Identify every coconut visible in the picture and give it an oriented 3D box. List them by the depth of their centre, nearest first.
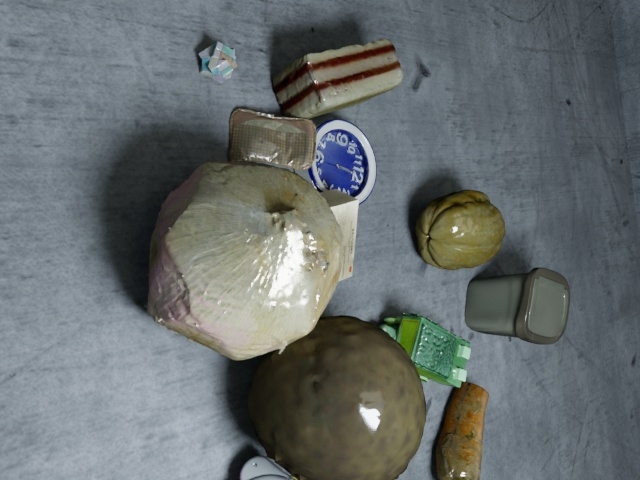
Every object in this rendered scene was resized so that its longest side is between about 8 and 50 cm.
[{"bbox_3d":[-0.137,0.029,1.130,0.404,0.404,0.405,5,82,-38],"label":"coconut"}]

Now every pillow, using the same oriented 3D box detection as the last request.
[{"bbox_3d":[-0.112,-0.240,1.387,0.211,0.034,0.135,4,78,-14],"label":"pillow"}]

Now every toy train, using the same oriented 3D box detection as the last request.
[{"bbox_3d":[0.268,0.299,1.575,0.271,0.188,0.159,31,68,-34],"label":"toy train"}]

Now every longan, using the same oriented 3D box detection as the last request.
[{"bbox_3d":[0.036,0.352,1.260,0.391,0.391,0.391,5,82,-38],"label":"longan"}]

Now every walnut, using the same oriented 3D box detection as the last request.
[{"bbox_3d":[0.398,-0.026,1.695,0.282,0.227,0.283,-25,137,-26],"label":"walnut"}]

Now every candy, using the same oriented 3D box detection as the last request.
[{"bbox_3d":[0.048,-0.405,1.481,0.320,0.179,0.135,-24,98,-38],"label":"candy"}]

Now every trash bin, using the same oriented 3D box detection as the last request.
[{"bbox_3d":[0.602,0.204,1.812,0.219,0.250,0.219,20,74,-35],"label":"trash bin"}]

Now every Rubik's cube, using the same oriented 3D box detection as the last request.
[{"bbox_3d":[-0.232,-0.407,1.323,0.084,0.073,0.075,2,84,-40],"label":"Rubik's cube"}]

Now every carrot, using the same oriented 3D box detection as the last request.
[{"bbox_3d":[0.415,0.576,1.702,0.138,0.138,0.302,42,54,-27],"label":"carrot"}]

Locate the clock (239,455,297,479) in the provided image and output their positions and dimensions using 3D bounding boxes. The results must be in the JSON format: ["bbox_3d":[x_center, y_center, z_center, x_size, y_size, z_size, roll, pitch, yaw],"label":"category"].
[{"bbox_3d":[-0.126,0.613,1.231,0.227,0.090,0.248,36,68,10],"label":"clock"}]

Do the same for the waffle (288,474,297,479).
[{"bbox_3d":[-0.058,0.662,1.356,0.229,0.057,0.219,40,62,-27],"label":"waffle"}]

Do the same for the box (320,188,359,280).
[{"bbox_3d":[0.000,0.000,1.402,0.168,0.095,0.212,-16,121,-37],"label":"box"}]

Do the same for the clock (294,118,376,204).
[{"bbox_3d":[0.040,-0.194,1.516,0.230,0.083,0.231,7,79,-40],"label":"clock"}]
